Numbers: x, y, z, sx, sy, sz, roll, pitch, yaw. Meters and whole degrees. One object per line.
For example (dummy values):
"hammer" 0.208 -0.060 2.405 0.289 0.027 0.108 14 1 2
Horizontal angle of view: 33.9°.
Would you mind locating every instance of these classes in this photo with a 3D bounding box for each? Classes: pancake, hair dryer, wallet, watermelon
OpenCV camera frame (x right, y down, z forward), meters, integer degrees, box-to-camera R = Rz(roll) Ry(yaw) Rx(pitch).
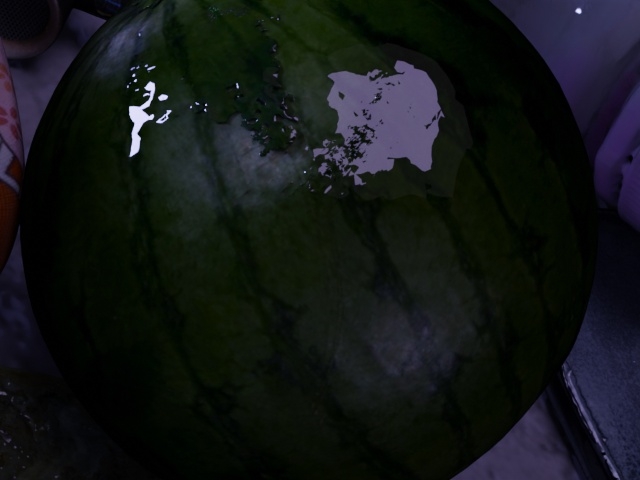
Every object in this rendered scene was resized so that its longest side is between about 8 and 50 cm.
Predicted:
"pancake" -0.119 0.106 0.433 0.116 0.022 0.129 9 48 -31
"hair dryer" -0.082 -0.140 0.630 0.255 0.070 0.128 19 43 -11
"wallet" 0.197 0.067 0.676 0.167 0.036 0.222 2 54 -34
"watermelon" -0.003 -0.004 0.447 0.242 0.242 0.242 19 45 -20

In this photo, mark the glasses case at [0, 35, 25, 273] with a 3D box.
"glasses case" -0.197 -0.093 0.499 0.067 0.103 0.266 -1 55 -37

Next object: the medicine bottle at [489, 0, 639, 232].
"medicine bottle" 0.210 -0.136 0.682 0.241 0.241 0.302 -20 56 -43

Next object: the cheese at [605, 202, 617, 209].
"cheese" 0.292 -0.047 0.834 0.194 0.043 0.065 -16 62 -42
